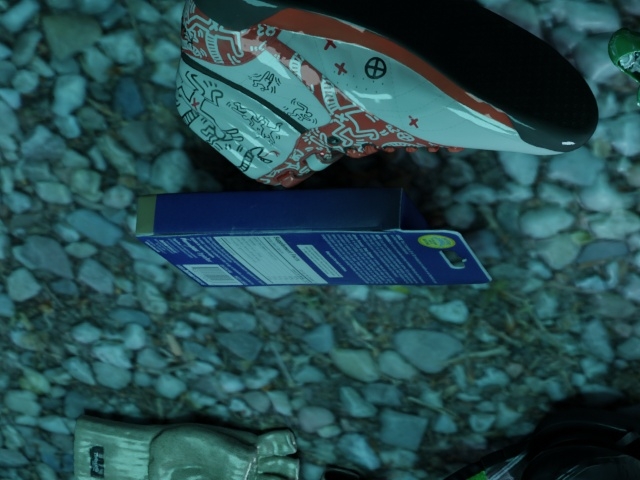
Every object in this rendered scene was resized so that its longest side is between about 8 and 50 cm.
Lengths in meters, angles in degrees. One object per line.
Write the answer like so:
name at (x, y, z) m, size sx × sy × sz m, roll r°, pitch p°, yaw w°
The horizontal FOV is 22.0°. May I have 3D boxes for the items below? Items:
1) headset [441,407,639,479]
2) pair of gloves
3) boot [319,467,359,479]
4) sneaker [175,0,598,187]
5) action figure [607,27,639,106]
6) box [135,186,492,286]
headset at (0.216, 0.204, 1.199) m, size 0.394 × 0.243 × 0.185 m, roll -21°, pitch 123°, yaw 7°
pair of gloves at (-0.110, 0.261, 1.426) m, size 0.204 × 0.042 × 0.240 m, roll 3°, pitch 112°, yaw 16°
boot at (0.007, 0.232, 1.406) m, size 0.118 × 0.042 × 0.087 m, roll 5°, pitch 127°, yaw 9°
sneaker at (0.034, -0.089, 1.066) m, size 0.270 × 0.090 × 0.145 m, roll 21°, pitch 135°, yaw 0°
action figure at (0.285, -0.084, 1.016) m, size 0.232 × 0.063 × 0.137 m, roll 18°, pitch 123°, yaw -5°
box at (0.000, 0.000, 1.150) m, size 0.225 × 0.036 × 0.136 m, roll 0°, pitch 164°, yaw 16°
